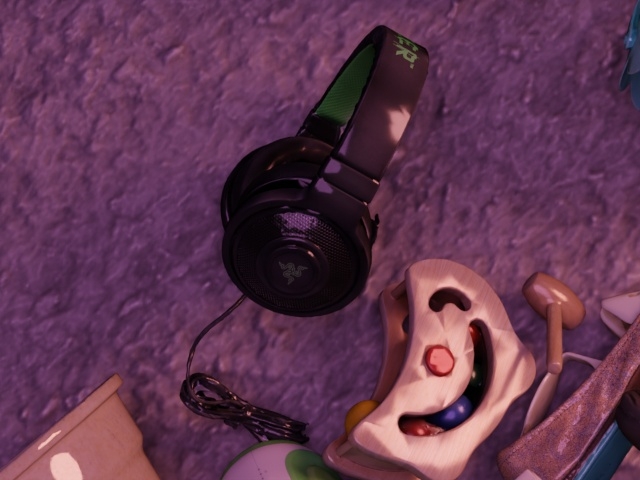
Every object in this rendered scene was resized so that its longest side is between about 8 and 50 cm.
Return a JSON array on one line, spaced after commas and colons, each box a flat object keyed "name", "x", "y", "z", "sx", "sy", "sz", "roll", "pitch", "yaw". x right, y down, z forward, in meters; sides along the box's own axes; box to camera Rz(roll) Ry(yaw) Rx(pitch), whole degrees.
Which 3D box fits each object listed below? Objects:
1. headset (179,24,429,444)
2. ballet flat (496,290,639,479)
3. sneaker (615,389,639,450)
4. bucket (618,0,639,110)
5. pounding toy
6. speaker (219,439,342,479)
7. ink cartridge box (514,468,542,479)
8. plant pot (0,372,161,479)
[{"name": "headset", "x": 0.000, "y": 0.000, "z": 1.601, "sx": 0.185, "sy": 0.243, "sz": 0.394, "roll": 30, "pitch": 101, "yaw": -10}, {"name": "ballet flat", "x": 0.275, "y": 0.115, "z": 1.609, "sx": 0.316, "sy": 0.107, "sz": 0.106, "roll": -47, "pitch": 55, "yaw": -4}, {"name": "sneaker", "x": 0.366, "y": 0.265, "z": 1.538, "sx": 0.330, "sy": 0.122, "sz": 0.146, "roll": 38, "pitch": 101, "yaw": -8}, {"name": "bucket", "x": 0.413, "y": -0.196, "z": 1.557, "sx": 0.281, "sy": 0.281, "sz": 0.183, "roll": 12, "pitch": 82, "yaw": 7}, {"name": "pounding toy", "x": 0.117, "y": 0.097, "z": 1.576, "sx": 0.154, "sy": 0.155, "sz": 0.269, "roll": 43, "pitch": 60, "yaw": 0}, {"name": "speaker", "x": -0.012, "y": 0.279, "z": 1.501, "sx": 0.131, "sy": 0.296, "sz": 0.131, "roll": -4, "pitch": 109, "yaw": -12}, {"name": "ink cartridge box", "x": 0.153, "y": 0.374, "z": 1.527, "sx": 0.283, "sy": 0.117, "sz": 0.207, "roll": -42, "pitch": 117, "yaw": -2}, {"name": "plant pot", "x": -0.209, "y": 0.338, "z": 1.535, "sx": 0.334, "sy": 0.334, "sz": 0.305, "roll": -40, "pitch": 92, "yaw": -1}]
